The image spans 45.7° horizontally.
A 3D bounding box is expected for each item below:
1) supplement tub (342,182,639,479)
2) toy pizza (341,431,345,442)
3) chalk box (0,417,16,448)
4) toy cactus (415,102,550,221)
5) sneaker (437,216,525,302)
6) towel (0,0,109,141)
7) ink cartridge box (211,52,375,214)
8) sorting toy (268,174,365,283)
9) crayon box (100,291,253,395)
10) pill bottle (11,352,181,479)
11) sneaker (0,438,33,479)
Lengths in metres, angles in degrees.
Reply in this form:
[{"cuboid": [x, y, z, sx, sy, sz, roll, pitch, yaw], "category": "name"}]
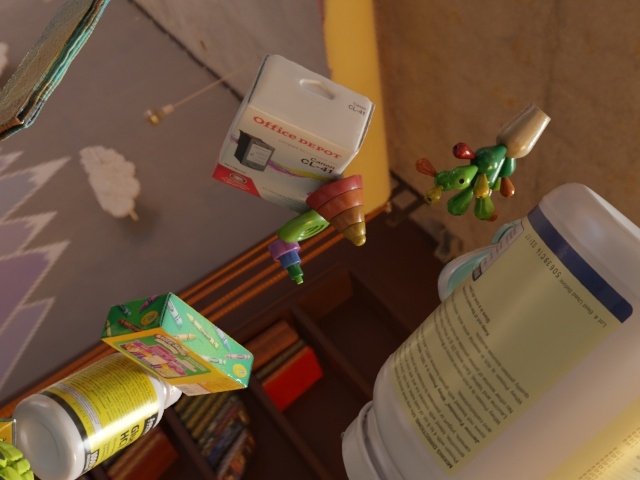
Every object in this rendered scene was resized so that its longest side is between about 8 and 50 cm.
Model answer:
[{"cuboid": [0.196, 0.136, 0.685, 0.235, 0.325, 0.235, 36, 19, -14], "category": "supplement tub"}, {"cuboid": [0.103, 0.386, 1.223, 0.201, 0.032, 0.201, 38, -21, 18], "category": "toy pizza"}, {"cuboid": [-0.653, 0.419, 1.314, 0.289, 0.179, 0.180, -32, -121, 49], "category": "chalk box"}, {"cuboid": [0.231, -0.111, 1.030, 0.112, 0.180, 0.219, 50, 21, 27], "category": "toy cactus"}, {"cuboid": [0.269, 0.042, 1.082, 0.208, 0.319, 0.127, -155, -116, -64], "category": "sneaker"}, {"cuboid": [-0.473, -0.310, 1.315, 0.271, 0.370, 0.040, -11, -41, 47], "category": "towel"}, {"cuboid": [-0.063, -0.193, 1.479, 0.226, 0.131, 0.306, 23, -25, -10], "category": "ink cartridge box"}, {"cuboid": [0.000, 0.000, 1.557, 0.126, 0.127, 0.365, 64, -33, 11], "category": "sorting toy"}, {"cuboid": [-0.287, 0.219, 1.555, 0.165, 0.081, 0.278, -14, -41, 30], "category": "crayon box"}, {"cuboid": [-0.454, 0.351, 1.597, 0.188, 0.334, 0.187, 11, -68, 31], "category": "pill bottle"}, {"cuboid": [-0.462, 0.278, 0.900, 0.296, 0.123, 0.109, 12, -9, 24], "category": "sneaker"}]
